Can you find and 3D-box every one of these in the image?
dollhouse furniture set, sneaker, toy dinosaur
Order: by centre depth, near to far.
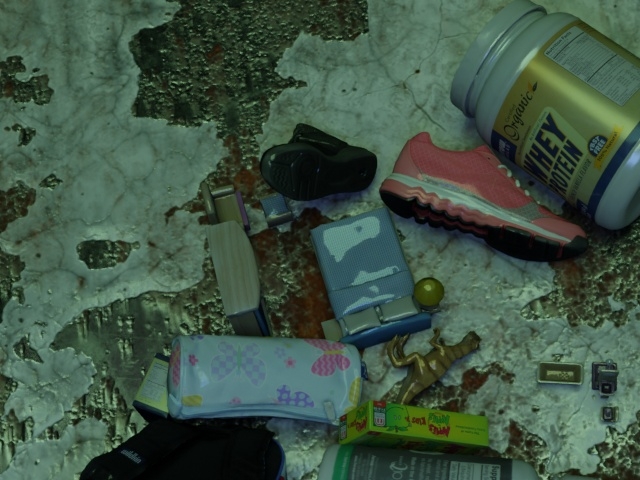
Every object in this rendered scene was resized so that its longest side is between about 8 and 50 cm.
[{"bbox_3d":[0.359,0.198,1.863,0.114,0.081,0.091,3,67,7],"label":"dollhouse furniture set"},{"bbox_3d":[0.141,0.188,1.900,0.112,0.064,0.211,41,76,19],"label":"toy dinosaur"},{"bbox_3d":[0.000,0.000,1.923,0.303,0.198,0.286,-15,66,-2],"label":"dollhouse furniture set"},{"bbox_3d":[0.251,-0.070,1.953,0.313,0.116,0.136,20,75,4],"label":"sneaker"},{"bbox_3d":[-0.031,-0.118,1.990,0.130,0.227,0.087,24,111,36],"label":"sneaker"}]

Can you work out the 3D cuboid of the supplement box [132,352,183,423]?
[{"bbox_3d":[-0.219,0.217,1.912,0.056,0.083,0.083,20,71,13],"label":"supplement box"}]

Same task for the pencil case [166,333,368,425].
[{"bbox_3d":[-0.078,0.195,1.847,0.273,0.113,0.124,6,64,-16],"label":"pencil case"}]

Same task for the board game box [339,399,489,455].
[{"bbox_3d":[0.126,0.258,1.811,0.181,0.092,0.043,11,64,-23],"label":"board game box"}]

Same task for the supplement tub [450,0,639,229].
[{"bbox_3d":[0.369,-0.189,1.951,0.316,0.228,0.228,38,75,20],"label":"supplement tub"}]

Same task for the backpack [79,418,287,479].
[{"bbox_3d":[-0.157,0.357,1.762,0.276,0.213,0.263,9,29,12],"label":"backpack"}]

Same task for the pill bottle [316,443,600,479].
[{"bbox_3d":[0.176,0.379,1.737,0.360,0.204,0.204,4,67,7],"label":"pill bottle"}]
